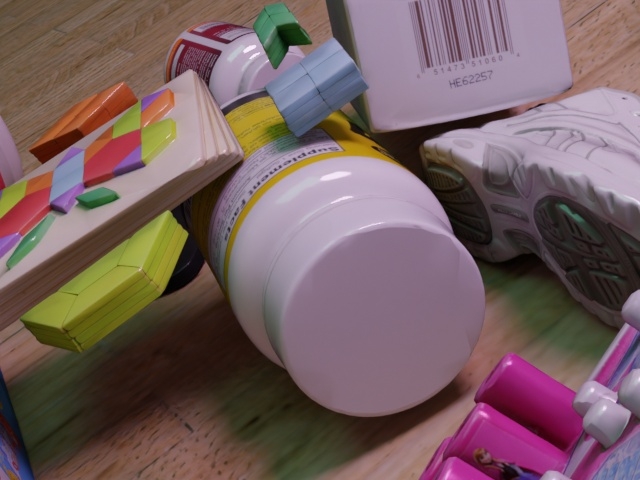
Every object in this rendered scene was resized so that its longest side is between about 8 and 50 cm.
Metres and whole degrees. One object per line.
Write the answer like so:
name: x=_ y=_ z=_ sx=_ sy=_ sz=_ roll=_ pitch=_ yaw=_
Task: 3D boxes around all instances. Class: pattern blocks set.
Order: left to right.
pattern blocks set: x=-0.132 y=-0.024 z=0.662 sx=0.325 sy=0.026 sz=0.285 roll=-39 pitch=27 yaw=-5

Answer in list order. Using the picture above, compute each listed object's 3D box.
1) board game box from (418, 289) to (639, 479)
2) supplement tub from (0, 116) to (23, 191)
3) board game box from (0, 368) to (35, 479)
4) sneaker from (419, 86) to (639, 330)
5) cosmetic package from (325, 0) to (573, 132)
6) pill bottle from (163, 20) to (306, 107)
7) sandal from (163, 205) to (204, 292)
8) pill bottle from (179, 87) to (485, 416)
board game box: x=0.136 y=-0.031 z=0.272 sx=0.390 sy=0.050 sz=0.390 roll=-58 pitch=-2 yaw=7
supplement tub: x=-0.393 y=-0.025 z=0.962 sx=0.191 sy=0.191 sz=0.272 roll=4 pitch=41 yaw=46
board game box: x=-0.321 y=0.164 z=0.683 sx=0.302 sy=0.086 sz=0.308 roll=-32 pitch=27 yaw=-8
sneaker: x=0.145 y=-0.033 z=0.593 sx=0.115 sy=0.090 sz=0.232 roll=-31 pitch=28 yaw=-14
cosmetic package: x=0.069 y=-0.127 z=0.745 sx=0.117 sy=0.085 sz=0.231 roll=-11 pitch=10 yaw=1
pill bottle: x=-0.058 y=-0.121 z=0.935 sx=0.086 sy=0.086 sz=0.152 roll=-36 pitch=28 yaw=-14
sandal: x=-0.097 y=-0.029 z=0.859 sx=0.067 sy=0.040 sz=0.179 roll=-19 pitch=28 yaw=18
pill bottle: x=0.000 y=0.000 z=0.632 sx=0.119 sy=0.119 sz=0.208 roll=-30 pitch=28 yaw=-4
